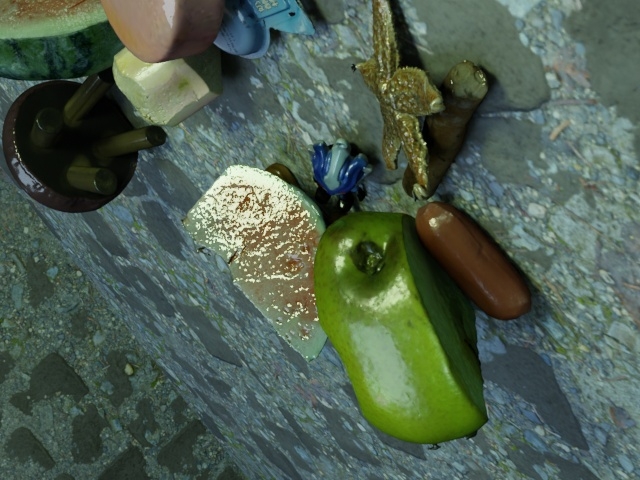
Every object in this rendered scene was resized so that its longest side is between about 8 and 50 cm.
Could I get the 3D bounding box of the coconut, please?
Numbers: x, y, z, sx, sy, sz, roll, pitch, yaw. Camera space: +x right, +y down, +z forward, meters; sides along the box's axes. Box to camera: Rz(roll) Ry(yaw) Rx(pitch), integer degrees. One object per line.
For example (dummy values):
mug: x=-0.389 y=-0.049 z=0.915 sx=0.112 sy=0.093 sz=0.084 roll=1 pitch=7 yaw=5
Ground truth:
coconut: x=-0.217 y=-0.256 z=1.239 sx=0.147 sy=0.152 sz=0.147 roll=55 pitch=-168 yaw=-19

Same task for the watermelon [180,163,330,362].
watermelon: x=-0.062 y=0.036 z=1.287 sx=0.305 sy=0.180 sz=0.224 roll=48 pitch=154 yaw=14

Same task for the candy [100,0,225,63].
candy: x=-0.215 y=-0.359 z=1.059 sx=0.255 sy=0.094 sz=0.255 roll=35 pitch=135 yaw=44

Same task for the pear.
pear: x=0.087 y=0.099 z=1.110 sx=0.176 sy=0.286 sz=0.282 roll=-24 pitch=115 yaw=17

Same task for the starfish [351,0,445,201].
starfish: x=0.092 y=-0.165 z=0.927 sx=0.231 sy=0.048 sz=0.295 roll=-117 pitch=17 yaw=-49

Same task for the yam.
yam: x=0.141 y=-0.119 z=0.966 sx=0.057 sy=0.057 sz=0.241 roll=41 pitch=154 yaw=12

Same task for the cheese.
cheese: x=-0.100 y=-0.302 z=1.085 sx=0.244 sy=0.052 sz=0.135 roll=3 pitch=134 yaw=56

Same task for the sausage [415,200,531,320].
sausage: x=0.198 y=0.027 z=1.078 sx=0.194 sy=0.077 sz=0.077 roll=47 pitch=156 yaw=-2

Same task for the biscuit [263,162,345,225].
biscuit: x=0.000 y=0.000 z=1.395 sx=0.301 sy=0.049 sz=0.197 roll=42 pitch=158 yaw=7

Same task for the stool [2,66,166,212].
stool: x=-0.456 y=-0.199 z=1.602 sx=0.178 sy=0.272 sz=0.272 roll=-13 pitch=118 yaw=48

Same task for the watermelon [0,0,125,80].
watermelon: x=-0.462 y=-0.367 z=1.363 sx=0.213 sy=0.261 sz=0.201 roll=135 pitch=122 yaw=-70

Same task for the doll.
doll: x=0.025 y=-0.099 z=1.176 sx=0.096 sy=0.070 sz=0.195 roll=19 pitch=160 yaw=5
